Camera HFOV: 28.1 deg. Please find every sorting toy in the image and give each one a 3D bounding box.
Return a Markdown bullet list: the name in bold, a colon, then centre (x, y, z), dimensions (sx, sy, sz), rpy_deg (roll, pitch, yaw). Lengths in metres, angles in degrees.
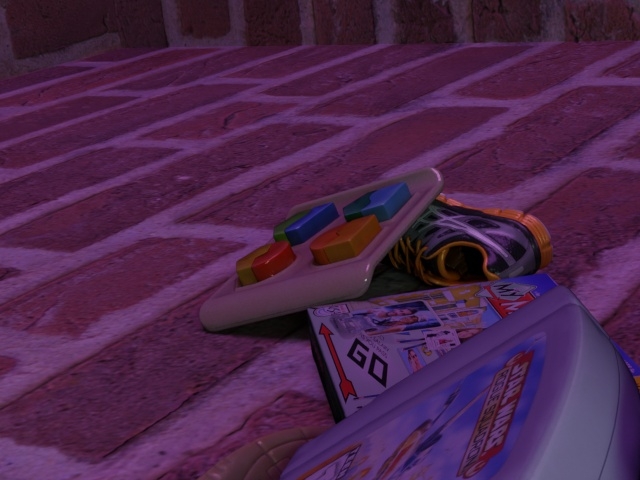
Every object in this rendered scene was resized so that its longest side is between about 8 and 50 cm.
- **sorting toy**: centre (0.000, 0.000, 1.199), dimensions (0.193, 0.038, 0.208), rpy_deg (-15, 22, 33)

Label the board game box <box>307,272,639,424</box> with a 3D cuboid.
- **board game box**: centre (0.114, 0.105, 0.947), dimensions (0.213, 0.046, 0.317), rpy_deg (-9, 17, -6)

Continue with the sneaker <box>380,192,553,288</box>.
- **sneaker**: centre (0.112, 0.006, 1.226), dimensions (0.215, 0.084, 0.083), rpy_deg (4, 32, 41)

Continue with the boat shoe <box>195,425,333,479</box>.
- **boat shoe**: centre (-0.056, 0.176, 0.685), dimensions (0.285, 0.103, 0.092), rpy_deg (-14, -18, -46)

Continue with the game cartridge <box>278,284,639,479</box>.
- **game cartridge**: centre (0.039, 0.117, 0.534), dimensions (0.198, 0.062, 0.297), rpy_deg (-39, 3, 24)
